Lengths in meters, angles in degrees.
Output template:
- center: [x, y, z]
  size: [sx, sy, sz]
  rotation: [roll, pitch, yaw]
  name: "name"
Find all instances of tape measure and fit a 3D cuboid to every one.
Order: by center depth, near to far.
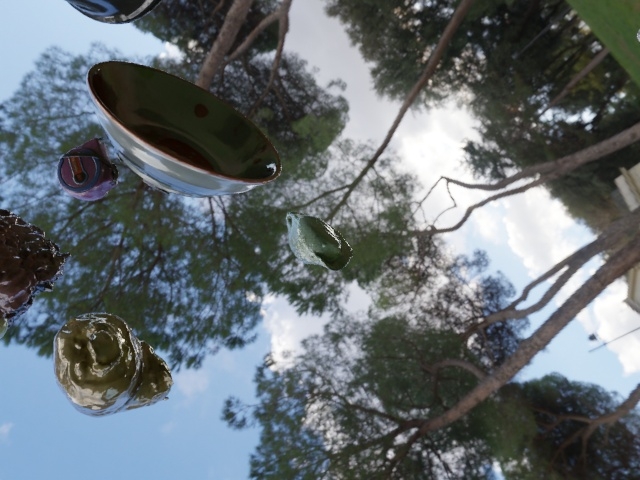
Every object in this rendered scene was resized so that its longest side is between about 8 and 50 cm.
- center: [-0.509, -0.151, 1.111]
  size: [0.074, 0.125, 0.118]
  rotation: [66, -178, -78]
  name: "tape measure"

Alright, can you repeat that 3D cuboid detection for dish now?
- center: [-0.184, -0.127, 0.663]
  size: [0.260, 0.085, 0.260]
  rotation: [28, -154, -15]
  name: "dish"

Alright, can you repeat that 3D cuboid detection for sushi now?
- center: [-0.578, 0.087, 0.866]
  size: [0.171, 0.270, 0.236]
  rotation: [39, -170, -31]
  name: "sushi"

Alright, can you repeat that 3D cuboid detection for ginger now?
- center: [-0.320, 0.191, 0.758]
  size: [0.152, 0.267, 0.138]
  rotation: [-17, -114, -5]
  name: "ginger"

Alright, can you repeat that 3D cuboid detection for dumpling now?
- center: [-0.013, 0.008, 1.280]
  size: [0.152, 0.108, 0.219]
  rotation: [28, -155, -52]
  name: "dumpling"

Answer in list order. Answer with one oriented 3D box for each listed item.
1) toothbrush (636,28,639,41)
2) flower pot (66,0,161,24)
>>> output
- center: [0.566, -0.334, 0.835]
  size: [0.307, 0.029, 0.025]
  rotation: [-20, -67, -47]
  name: "toothbrush"
- center: [-0.285, -0.362, 0.513]
  size: [0.269, 0.269, 0.166]
  rotation: [48, -142, 3]
  name: "flower pot"
